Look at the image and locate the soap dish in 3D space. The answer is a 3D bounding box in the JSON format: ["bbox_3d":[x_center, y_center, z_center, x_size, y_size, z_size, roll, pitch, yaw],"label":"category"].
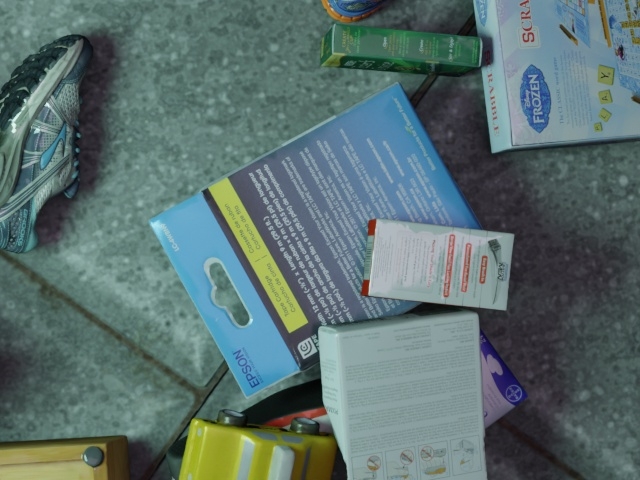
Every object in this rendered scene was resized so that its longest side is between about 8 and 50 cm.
[{"bbox_3d":[-0.361,0.340,1.687,0.291,0.118,0.228,-2,73,-9],"label":"soap dish"}]

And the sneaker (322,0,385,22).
[{"bbox_3d":[0.104,-0.350,1.832,0.221,0.087,0.083,-41,94,-12],"label":"sneaker"}]

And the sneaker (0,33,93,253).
[{"bbox_3d":[-0.338,-0.114,1.764,0.122,0.110,0.283,35,74,-32],"label":"sneaker"}]

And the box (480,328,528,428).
[{"bbox_3d":[0.162,0.182,1.815,0.137,0.072,0.126,-36,91,-8],"label":"box"}]

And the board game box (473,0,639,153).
[{"bbox_3d":[0.351,-0.280,1.851,0.318,0.066,0.318,-5,87,-17],"label":"board game box"}]

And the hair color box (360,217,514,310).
[{"bbox_3d":[0.137,0.029,1.722,0.167,0.053,0.093,7,88,-8],"label":"hair color box"}]

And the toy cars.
[{"bbox_3d":[-0.003,0.337,1.712,0.176,0.087,0.393,-40,113,-12],"label":"toy cars"}]

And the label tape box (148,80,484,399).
[{"bbox_3d":[0.000,0.000,1.785,0.348,0.115,0.249,-29,92,-7],"label":"label tape box"}]

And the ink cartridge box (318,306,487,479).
[{"bbox_3d":[0.100,0.204,1.726,0.189,0.066,0.232,-6,100,-23],"label":"ink cartridge box"}]

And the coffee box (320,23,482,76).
[{"bbox_3d":[0.096,-0.233,1.813,0.184,0.113,0.040,4,89,-9],"label":"coffee box"}]

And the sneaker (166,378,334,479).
[{"bbox_3d":[-0.048,0.272,1.779,0.270,0.090,0.145,-21,110,-22],"label":"sneaker"}]
